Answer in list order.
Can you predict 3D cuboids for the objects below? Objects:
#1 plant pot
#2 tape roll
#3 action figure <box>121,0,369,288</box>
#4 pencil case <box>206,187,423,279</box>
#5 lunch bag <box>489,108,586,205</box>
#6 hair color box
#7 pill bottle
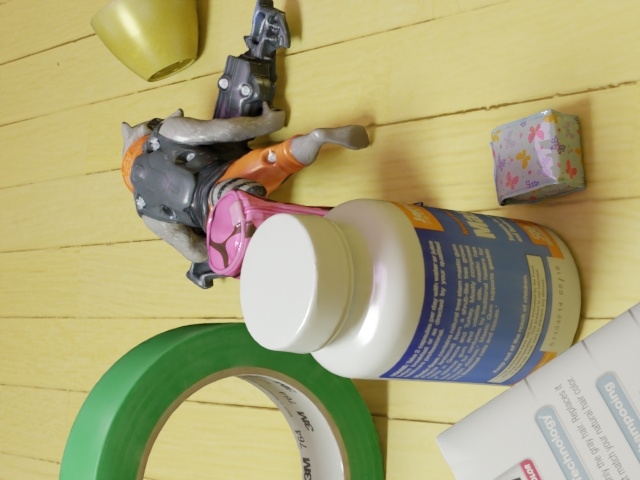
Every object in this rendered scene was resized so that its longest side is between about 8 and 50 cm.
[{"bbox_3d":[-0.203,-0.252,1.929,0.134,0.134,0.095,-29,86,50],"label":"plant pot"},{"bbox_3d":[-0.089,0.238,1.483,0.077,0.321,0.321,-3,81,55],"label":"tape roll"},{"bbox_3d":[-0.103,-0.100,1.705,0.330,0.178,0.341,15,99,46],"label":"action figure"},{"bbox_3d":[0.000,0.000,1.499,0.098,0.209,0.095,137,135,-64],"label":"pencil case"},{"bbox_3d":[0.188,-0.072,1.379,0.083,0.053,0.071,-17,72,43],"label":"lunch bag"},{"bbox_3d":[0.282,0.119,1.021,0.374,0.113,0.185,-35,51,13],"label":"hair color box"},{"bbox_3d":[0.075,0.044,1.326,0.152,0.272,0.152,-14,72,53],"label":"pill bottle"}]
